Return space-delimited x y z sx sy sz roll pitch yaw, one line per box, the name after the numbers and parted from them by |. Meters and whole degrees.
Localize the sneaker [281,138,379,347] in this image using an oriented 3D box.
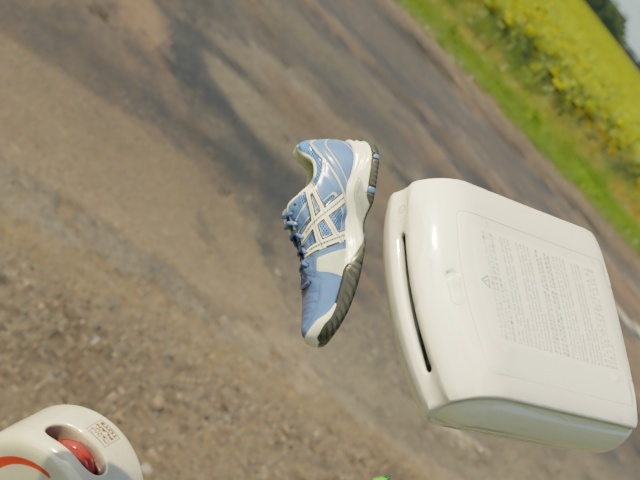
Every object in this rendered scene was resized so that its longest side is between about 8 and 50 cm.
0.000 0.000 1.286 0.080 0.081 0.211 125 -25 -68 | sneaker

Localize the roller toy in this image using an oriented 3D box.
-0.318 0.303 1.629 0.146 0.209 0.191 -27 111 -63 | roller toy

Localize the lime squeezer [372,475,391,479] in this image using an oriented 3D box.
0.039 0.399 1.379 0.059 0.110 0.310 -163 -116 -80 | lime squeezer

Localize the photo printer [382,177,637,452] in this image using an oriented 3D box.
0.187 0.079 1.373 0.307 0.107 0.256 16 56 -43 | photo printer
